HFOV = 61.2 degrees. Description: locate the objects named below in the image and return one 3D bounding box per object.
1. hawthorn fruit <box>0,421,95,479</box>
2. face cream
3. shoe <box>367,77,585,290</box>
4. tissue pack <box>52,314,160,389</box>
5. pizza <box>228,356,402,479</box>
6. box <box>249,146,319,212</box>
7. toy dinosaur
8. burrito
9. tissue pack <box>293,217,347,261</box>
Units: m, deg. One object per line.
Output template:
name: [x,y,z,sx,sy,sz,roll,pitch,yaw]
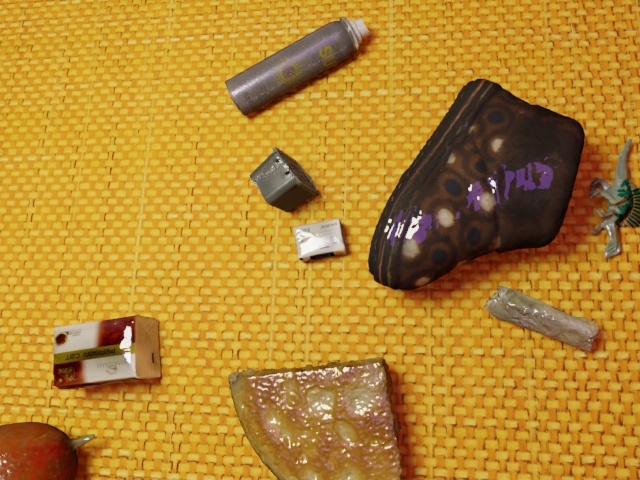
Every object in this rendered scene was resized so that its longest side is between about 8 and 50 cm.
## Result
hawthorn fruit: [-0.481,0.377,0.860,0.251,0.199,0.199,-26,74,-12]
face cream: [-0.040,-0.330,1.004,0.283,0.073,0.073,-29,74,1]
shoe: [0.252,-0.058,0.844,0.237,0.171,0.384,29,75,18]
tissue pack: [-0.362,0.190,0.919,0.148,0.099,0.106,-10,75,7]
pizza: [-0.006,0.320,0.842,0.268,0.087,0.258,-7,80,8]
box: [-0.063,-0.099,0.935,0.069,0.122,0.084,-39,72,11]
toy dinosaur: [0.493,-0.066,0.879,0.106,0.044,0.187,41,73,2]
burrito: [0.347,0.122,0.851,0.171,0.042,0.051,24,111,18]
tissue pack: [0.000,0.000,0.936,0.083,0.042,0.062,-12,74,6]
